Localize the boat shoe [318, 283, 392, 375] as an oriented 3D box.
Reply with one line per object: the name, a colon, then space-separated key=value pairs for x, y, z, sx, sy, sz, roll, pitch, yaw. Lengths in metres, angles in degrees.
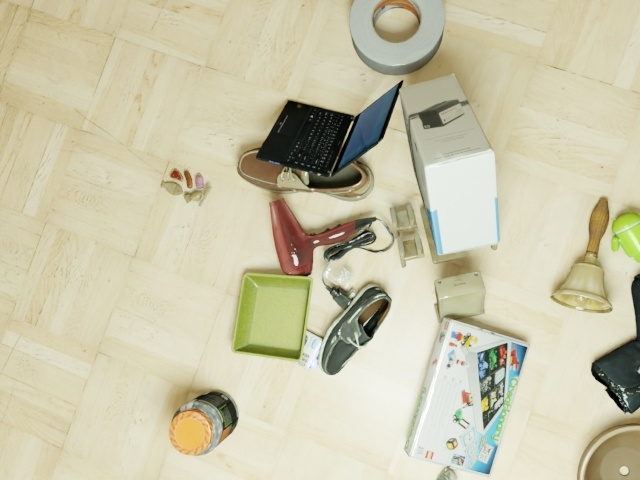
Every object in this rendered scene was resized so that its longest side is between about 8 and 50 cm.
boat shoe: x=0.076 y=0.207 z=1.384 sx=0.084 sy=0.079 sz=0.233 roll=34 pitch=92 yaw=-30

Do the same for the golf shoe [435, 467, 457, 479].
golf shoe: x=0.290 y=0.591 z=1.359 sx=0.085 sy=0.069 sz=0.176 roll=9 pitch=90 yaw=-12

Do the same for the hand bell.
hand bell: x=0.588 y=0.023 z=1.340 sx=0.126 sy=0.126 sz=0.242 roll=15 pitch=76 yaw=8

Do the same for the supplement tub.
supplement tub: x=-0.259 y=0.405 z=1.370 sx=0.116 sy=0.190 sz=0.117 roll=-1 pitch=86 yaw=8

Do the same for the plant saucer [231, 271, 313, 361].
plant saucer: x=-0.102 y=0.174 z=1.408 sx=0.188 sy=0.045 sz=0.188 roll=2 pitch=78 yaw=27

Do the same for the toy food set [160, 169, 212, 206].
toy food set: x=-0.322 y=-0.133 z=1.502 sx=0.122 sy=0.019 sz=0.078 roll=30 pitch=90 yaw=16

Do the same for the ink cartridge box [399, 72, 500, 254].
ink cartridge box: x=0.257 y=-0.159 z=1.250 sx=0.128 sy=0.223 sz=0.308 roll=-13 pitch=40 yaw=7

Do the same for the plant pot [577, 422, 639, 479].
plant pot: x=0.648 y=0.493 z=1.284 sx=0.237 sy=0.110 sz=0.238 roll=0 pitch=86 yaw=7

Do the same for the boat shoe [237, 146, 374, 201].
boat shoe: x=-0.038 y=-0.165 z=1.415 sx=0.324 sy=0.116 sz=0.123 roll=6 pitch=87 yaw=8

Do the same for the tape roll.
tape roll: x=0.177 y=-0.500 z=1.431 sx=0.219 sy=0.072 sz=0.219 roll=0 pitch=87 yaw=7

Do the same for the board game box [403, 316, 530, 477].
board game box: x=0.318 y=0.340 z=1.340 sx=0.192 sy=0.053 sz=0.306 roll=18 pitch=88 yaw=-10

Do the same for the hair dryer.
hair dryer: x=0.000 y=0.000 z=1.427 sx=0.293 sy=0.080 sz=0.224 roll=32 pitch=88 yaw=-6

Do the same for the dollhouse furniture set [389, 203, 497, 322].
dollhouse furniture set: x=0.285 y=0.037 z=1.372 sx=0.212 sy=0.161 sz=0.242 roll=-12 pitch=63 yaw=7

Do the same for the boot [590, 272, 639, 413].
boot: x=0.666 y=0.219 z=1.306 sx=0.207 sy=0.094 sz=0.247 roll=-29 pitch=89 yaw=1

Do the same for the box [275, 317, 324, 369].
box: x=-0.056 y=0.241 z=1.437 sx=0.136 sy=0.028 sz=0.081 roll=27 pitch=90 yaw=6

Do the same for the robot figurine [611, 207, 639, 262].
robot figurine: x=0.678 y=-0.010 z=1.333 sx=0.101 sy=0.067 sz=0.115 roll=-29 pitch=83 yaw=-1

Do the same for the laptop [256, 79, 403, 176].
laptop: x=0.021 y=-0.264 z=1.347 sx=0.264 sy=0.137 sz=0.234 roll=15 pitch=47 yaw=7
